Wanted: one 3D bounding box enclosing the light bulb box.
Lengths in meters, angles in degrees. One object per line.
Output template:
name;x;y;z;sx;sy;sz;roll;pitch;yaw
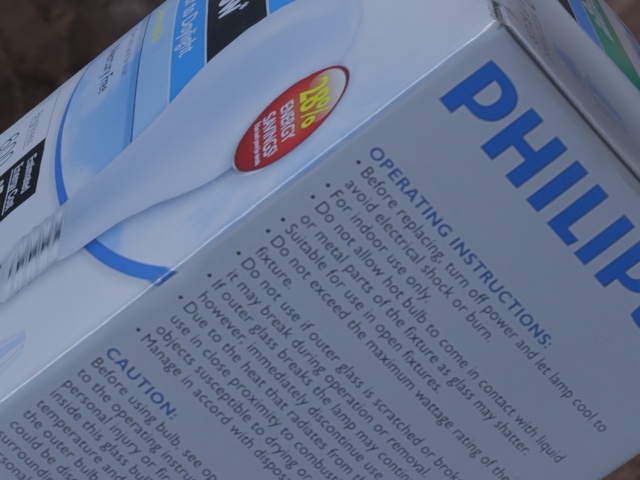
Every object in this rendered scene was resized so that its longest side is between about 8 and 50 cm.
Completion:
light bulb box;0.000;0.000;1.000;0.361;0.225;0.358;-37;24;16
